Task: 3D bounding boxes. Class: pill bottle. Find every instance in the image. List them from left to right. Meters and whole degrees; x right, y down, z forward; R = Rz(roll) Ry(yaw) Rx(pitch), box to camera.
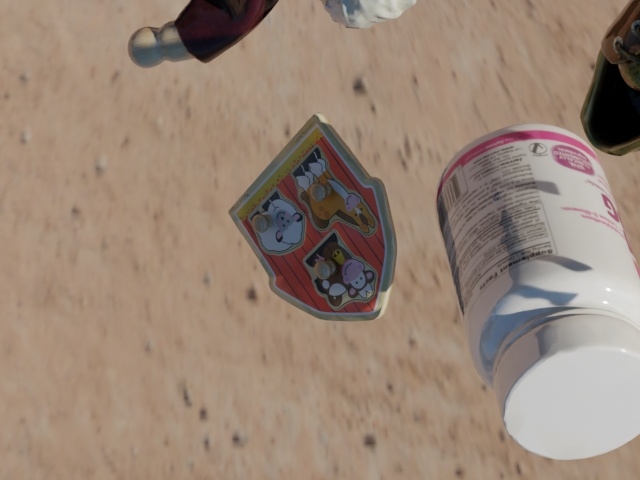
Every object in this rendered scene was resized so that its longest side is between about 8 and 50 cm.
[{"bbox_3d":[0.198,0.042,1.668,0.160,0.283,0.160,-4,132,-5],"label":"pill bottle"}]

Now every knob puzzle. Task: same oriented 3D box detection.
[{"bbox_3d":[0.000,0.000,1.922,0.213,0.030,0.213,12,110,36],"label":"knob puzzle"}]

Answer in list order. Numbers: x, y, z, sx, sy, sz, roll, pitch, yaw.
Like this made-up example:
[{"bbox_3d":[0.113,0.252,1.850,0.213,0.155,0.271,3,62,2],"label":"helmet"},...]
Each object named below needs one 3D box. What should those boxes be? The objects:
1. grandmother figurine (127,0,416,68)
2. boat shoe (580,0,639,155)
[{"bbox_3d":[-0.085,-0.212,1.271,0.342,0.104,0.208,16,109,18],"label":"grandmother figurine"},{"bbox_3d":[0.250,-0.128,1.288,0.104,0.307,0.111,-36,76,-13],"label":"boat shoe"}]
